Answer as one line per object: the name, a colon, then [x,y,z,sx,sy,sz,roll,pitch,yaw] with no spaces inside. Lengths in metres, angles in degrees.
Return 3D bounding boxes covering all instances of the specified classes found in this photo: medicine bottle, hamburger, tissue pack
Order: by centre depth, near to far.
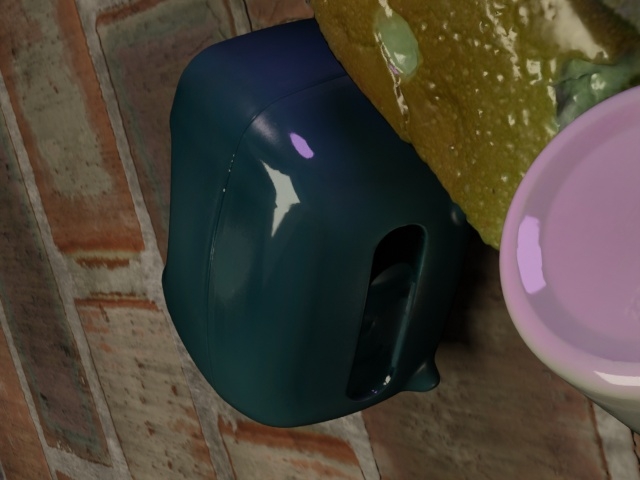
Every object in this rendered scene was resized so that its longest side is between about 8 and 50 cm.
medicine bottle: [0.198,0.047,0.501,0.133,0.274,0.133,-20,55,31]
hamburger: [0.134,-0.123,0.585,0.288,0.167,0.192,53,144,22]
tissue pack: [0.000,0.000,0.826,0.206,0.198,0.287,43,138,37]
